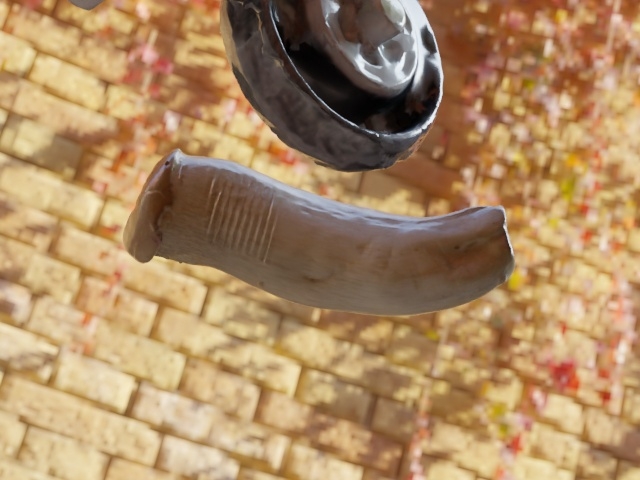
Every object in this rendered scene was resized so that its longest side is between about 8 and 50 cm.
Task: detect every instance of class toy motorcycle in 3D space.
[{"bbox_3d":[-0.045,-0.121,0.380,0.229,0.151,0.074,39,-43,-23],"label":"toy motorcycle"}]

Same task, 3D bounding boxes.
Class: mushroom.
[{"bbox_3d":[0.000,0.000,1.470,0.351,0.122,0.095,9,11,-2],"label":"mushroom"}]
